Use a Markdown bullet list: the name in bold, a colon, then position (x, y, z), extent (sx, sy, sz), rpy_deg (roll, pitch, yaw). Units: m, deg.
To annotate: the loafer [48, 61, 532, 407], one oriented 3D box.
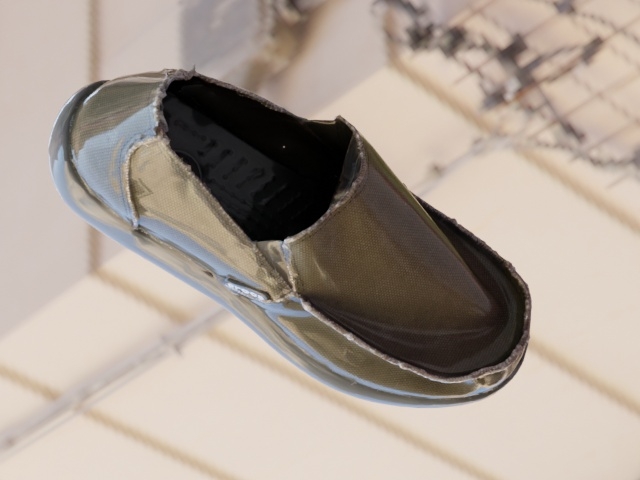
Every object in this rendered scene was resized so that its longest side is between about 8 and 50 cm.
- **loafer**: position (0.000, 0.000, 0.855), extent (0.251, 0.087, 0.094), rpy_deg (26, -117, -21)
